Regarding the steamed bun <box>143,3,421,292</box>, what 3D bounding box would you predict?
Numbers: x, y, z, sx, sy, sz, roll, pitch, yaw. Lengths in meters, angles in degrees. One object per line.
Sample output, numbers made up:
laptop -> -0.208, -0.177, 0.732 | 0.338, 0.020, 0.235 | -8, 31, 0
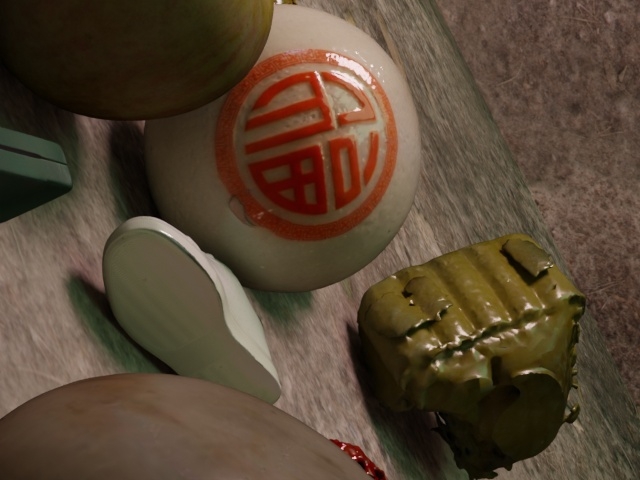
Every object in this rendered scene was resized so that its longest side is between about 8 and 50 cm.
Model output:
steamed bun -> -0.028, -0.089, 1.521 | 0.283, 0.283, 0.177 | 65, -15, -8

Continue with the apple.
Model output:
apple -> -0.165, -0.227, 1.353 | 0.257, 0.234, 0.257 | -9, 90, -75

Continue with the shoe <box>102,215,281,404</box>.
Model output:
shoe -> -0.120, 0.051, 1.419 | 0.110, 0.095, 0.265 | -103, 168, -47

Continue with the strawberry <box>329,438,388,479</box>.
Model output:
strawberry -> 0.068, 0.305, 1.627 | 0.190, 0.111, 0.236 | 25, 44, -63

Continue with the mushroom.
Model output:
mushroom -> -0.089, 0.258, 0.993 | 0.362, 0.294, 0.362 | 33, 18, -12

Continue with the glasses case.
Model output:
glasses case -> -0.253, -0.050, 1.133 | 0.039, 0.078, 0.184 | 70, 16, 11

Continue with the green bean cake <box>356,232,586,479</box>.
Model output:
green bean cake -> 0.197, 0.176, 2.021 | 0.202, 0.285, 0.310 | 51, -24, 44

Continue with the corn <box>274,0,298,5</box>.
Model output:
corn -> -0.086, -0.298, 1.946 | 0.318, 0.115, 0.115 | 67, 16, -1
